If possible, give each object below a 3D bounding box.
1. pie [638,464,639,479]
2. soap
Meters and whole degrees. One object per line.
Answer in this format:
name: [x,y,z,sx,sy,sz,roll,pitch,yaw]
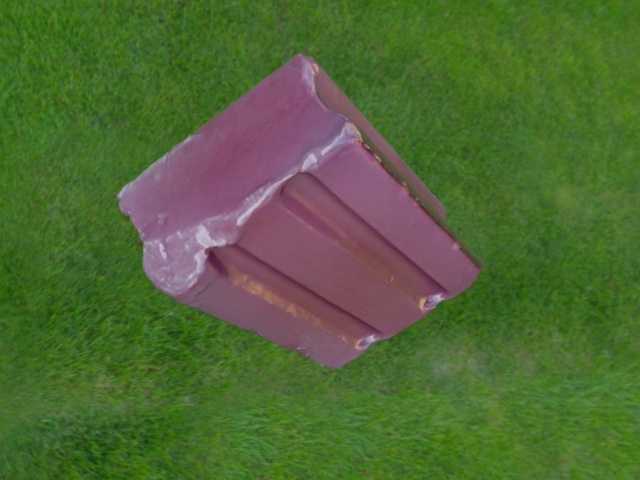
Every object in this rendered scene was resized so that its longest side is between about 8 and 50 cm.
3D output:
pie: [0.336,0.200,0.605,0.218,0.052,0.185,19,72,-26]
soap: [0.000,0.000,0.774,0.359,0.233,0.128,37,22,-54]
